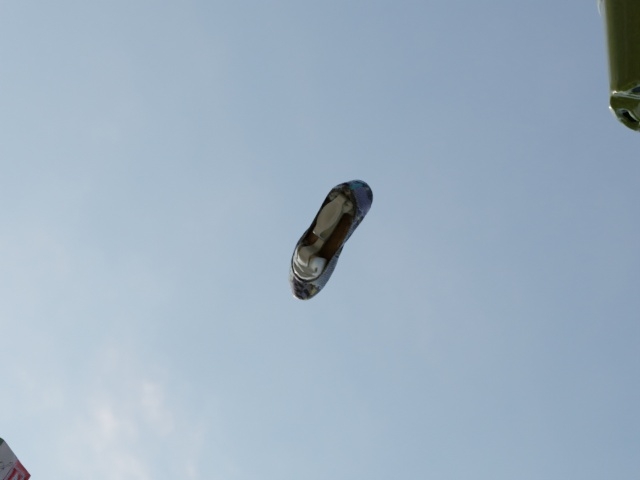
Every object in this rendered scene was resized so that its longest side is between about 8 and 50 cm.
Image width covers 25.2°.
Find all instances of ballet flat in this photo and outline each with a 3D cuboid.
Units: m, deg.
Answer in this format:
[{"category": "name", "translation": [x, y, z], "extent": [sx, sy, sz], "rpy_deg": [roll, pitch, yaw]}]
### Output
[{"category": "ballet flat", "translation": [0.000, 0.000, 1.144], "extent": [0.041, 0.041, 0.114], "rpy_deg": [41, -68, 27]}]

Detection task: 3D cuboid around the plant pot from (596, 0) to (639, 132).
[{"category": "plant pot", "translation": [0.164, -0.093, 0.670], "extent": [0.083, 0.083, 0.079], "rpy_deg": [-12, -124, 37]}]

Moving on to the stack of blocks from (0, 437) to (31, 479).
[{"category": "stack of blocks", "translation": [-0.342, 0.257, 1.301], "extent": [0.297, 0.087, 0.171], "rpy_deg": [24, -116, 23]}]
